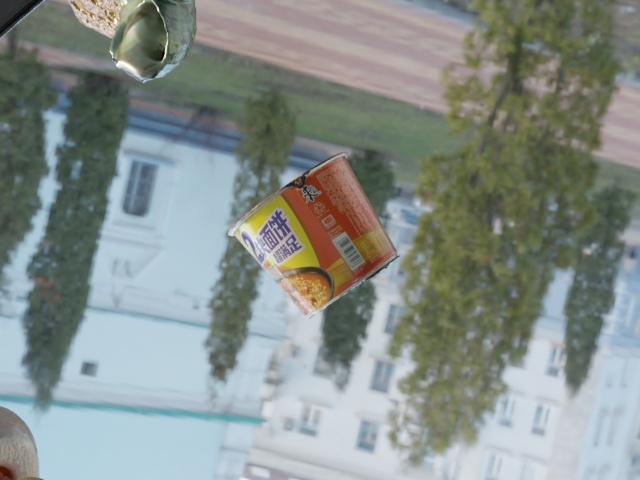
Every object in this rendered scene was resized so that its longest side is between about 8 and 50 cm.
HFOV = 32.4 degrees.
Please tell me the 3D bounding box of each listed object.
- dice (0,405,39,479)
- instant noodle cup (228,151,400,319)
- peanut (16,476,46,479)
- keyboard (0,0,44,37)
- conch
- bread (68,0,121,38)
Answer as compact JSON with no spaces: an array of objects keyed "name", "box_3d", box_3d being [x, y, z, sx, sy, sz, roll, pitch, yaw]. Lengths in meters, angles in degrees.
[{"name":"dice","box_3d":[-0.624,0.409,1.961,0.194,0.193,0.192,-11,-161,-41]},{"name":"instant noodle cup","box_3d":[0.000,0.000,1.580,0.174,0.213,0.213,55,-175,3]},{"name":"peanut","box_3d":[-0.400,0.401,1.612,0.263,0.101,0.117,-8,-169,46]},{"name":"keyboard","box_3d":[-0.383,-0.302,1.319,0.094,0.230,0.025,51,-174,-5]},{"name":"conch","box_3d":[-0.217,-0.322,1.470,0.122,0.188,0.176,-4,-142,-22]},{"name":"bread","box_3d":[-0.356,-0.448,1.904,0.210,0.099,0.235,23,153,20]}]
